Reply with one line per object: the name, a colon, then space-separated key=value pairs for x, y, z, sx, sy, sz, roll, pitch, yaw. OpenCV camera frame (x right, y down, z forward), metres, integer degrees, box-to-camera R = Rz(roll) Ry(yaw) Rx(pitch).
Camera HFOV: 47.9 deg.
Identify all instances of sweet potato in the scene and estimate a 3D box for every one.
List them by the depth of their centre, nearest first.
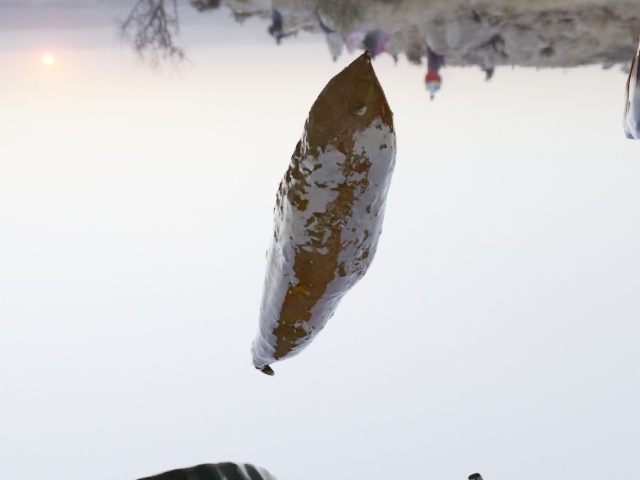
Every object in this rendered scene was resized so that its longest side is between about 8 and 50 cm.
sweet potato: x=0.000 y=0.000 z=0.373 sx=0.060 sy=0.205 sz=0.068 roll=30 pitch=-149 yaw=12

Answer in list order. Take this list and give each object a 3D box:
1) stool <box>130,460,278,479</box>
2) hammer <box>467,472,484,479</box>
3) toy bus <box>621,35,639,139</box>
stool: x=-0.059 y=0.315 z=0.340 sx=0.297 sy=0.297 sz=0.330 roll=-15 pitch=-126 yaw=-31
hammer: x=0.220 y=0.351 z=0.858 sx=0.062 sy=0.182 sz=0.017 roll=-29 pitch=-167 yaw=8
toy bus: x=0.304 y=-0.164 z=0.438 sx=0.194 sy=0.232 sz=0.288 roll=12 pitch=-170 yaw=21
